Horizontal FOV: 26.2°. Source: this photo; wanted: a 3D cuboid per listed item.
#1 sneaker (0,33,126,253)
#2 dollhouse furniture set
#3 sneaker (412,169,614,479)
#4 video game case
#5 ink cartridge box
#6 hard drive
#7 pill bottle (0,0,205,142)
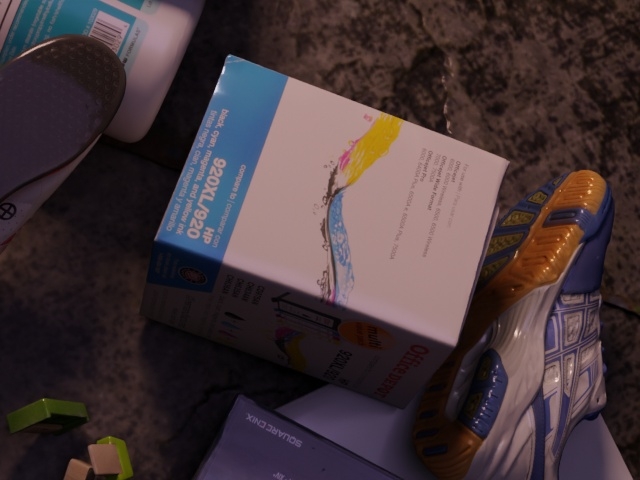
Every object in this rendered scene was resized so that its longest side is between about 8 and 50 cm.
[{"bbox_3d":[-0.254,-0.036,1.029,0.090,0.145,0.270,38,75,-8],"label":"sneaker"},{"bbox_3d":[-0.182,0.195,1.029,0.076,0.058,0.151,-24,73,20],"label":"dollhouse furniture set"},{"bbox_3d":[0.183,0.085,1.136,0.131,0.112,0.296,37,69,-24],"label":"sneaker"},{"bbox_3d":[-0.041,0.283,1.050,0.196,0.026,0.274,28,78,-1],"label":"video game case"},{"bbox_3d":[0.000,0.000,1.073,0.233,0.171,0.168,20,65,-3],"label":"ink cartridge box"},{"bbox_3d":[0.095,0.190,1.144,0.308,0.040,0.203,-23,84,-21],"label":"hard drive"},{"bbox_3d":[-0.234,-0.191,1.083,0.264,0.146,0.146,24,70,-10],"label":"pill bottle"}]
